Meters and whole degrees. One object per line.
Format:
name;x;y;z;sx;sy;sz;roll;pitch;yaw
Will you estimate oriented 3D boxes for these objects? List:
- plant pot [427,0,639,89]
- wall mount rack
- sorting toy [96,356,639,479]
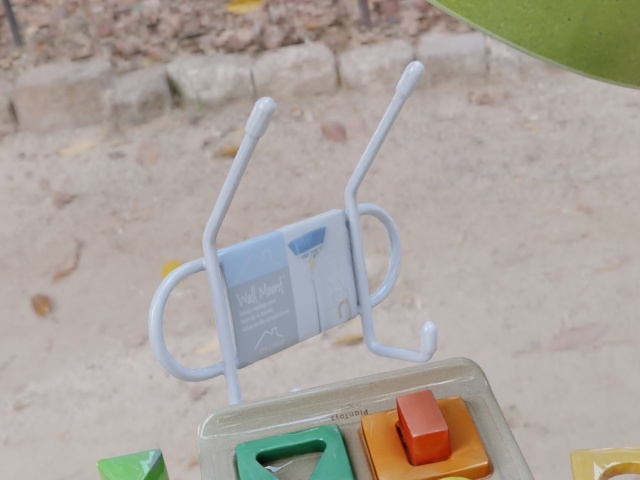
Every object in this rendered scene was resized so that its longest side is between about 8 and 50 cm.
plant pot;0.155;-0.269;0.575;0.275;0.293;0.274;21;35;-15
wall mount rack;0.000;0.000;1.151;0.131;0.304;0.350;4;18;42
sorting toy;0.030;0.139;0.662;0.348;0.047;0.196;-11;37;-5
